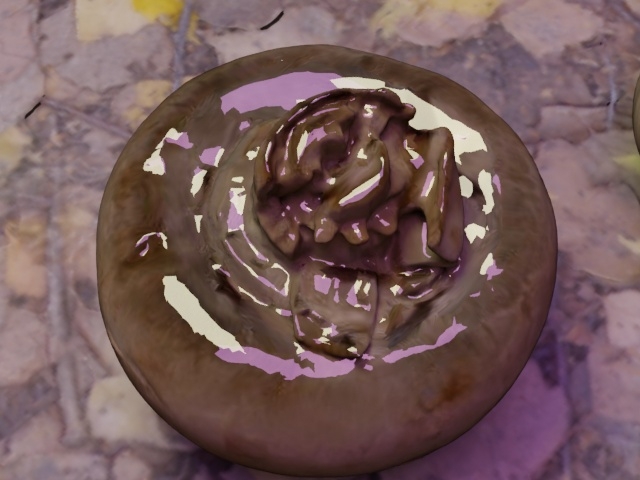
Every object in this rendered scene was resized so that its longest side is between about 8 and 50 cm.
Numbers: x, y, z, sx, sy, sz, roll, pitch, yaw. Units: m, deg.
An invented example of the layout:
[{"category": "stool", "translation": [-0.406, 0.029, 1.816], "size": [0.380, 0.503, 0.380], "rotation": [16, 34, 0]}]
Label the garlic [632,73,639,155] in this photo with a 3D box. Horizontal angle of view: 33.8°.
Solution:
[{"category": "garlic", "translation": [0.245, -0.094, 0.583], "size": [0.143, 0.178, 0.229], "rotation": [-7, 33, 31]}]

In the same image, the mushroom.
[{"category": "mushroom", "translation": [0.000, 0.000, 0.510], "size": [0.227, 0.178, 0.226], "rotation": [-2, 67, 5]}]
